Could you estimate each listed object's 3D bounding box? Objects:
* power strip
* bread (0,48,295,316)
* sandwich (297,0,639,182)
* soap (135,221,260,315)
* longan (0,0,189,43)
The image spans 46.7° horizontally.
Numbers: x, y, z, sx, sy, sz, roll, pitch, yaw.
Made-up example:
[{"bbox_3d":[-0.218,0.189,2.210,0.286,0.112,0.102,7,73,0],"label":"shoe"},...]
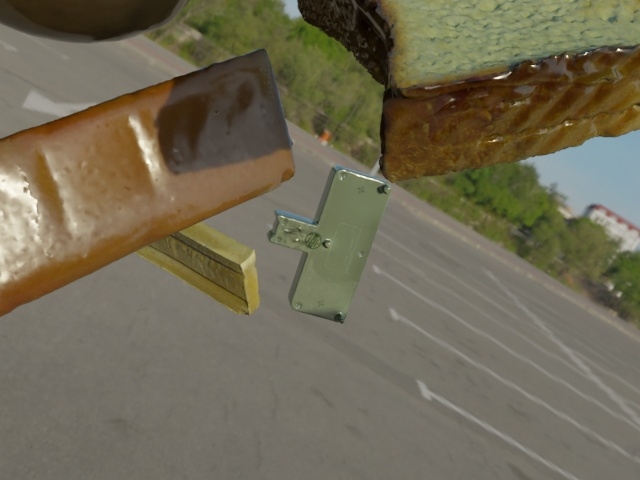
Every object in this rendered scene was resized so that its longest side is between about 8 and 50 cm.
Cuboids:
[{"bbox_3d":[0.000,0.000,1.040,0.145,0.215,0.061,16,10,-13],"label":"power strip"},{"bbox_3d":[-0.190,-0.059,0.693,0.077,0.361,0.138,5,-61,58],"label":"bread"},{"bbox_3d":[0.092,-0.136,0.459,0.186,0.065,0.214,-13,45,-13],"label":"sandwich"},{"bbox_3d":[-0.179,0.010,0.956,0.252,0.092,0.037,26,47,29],"label":"soap"},{"bbox_3d":[-0.214,-0.315,0.615,0.297,0.297,0.297,31,9,-6],"label":"longan"}]
